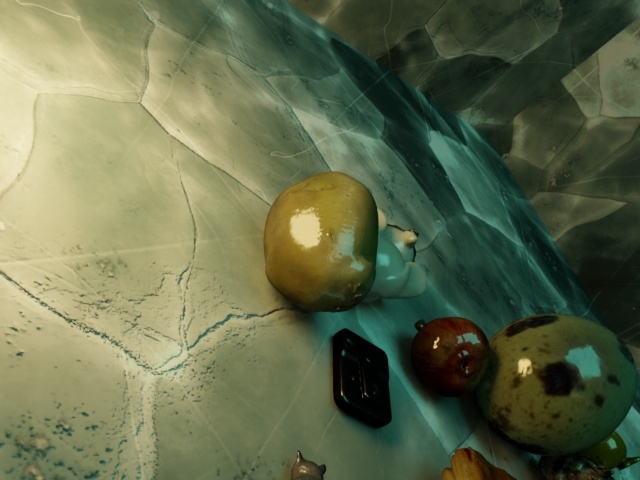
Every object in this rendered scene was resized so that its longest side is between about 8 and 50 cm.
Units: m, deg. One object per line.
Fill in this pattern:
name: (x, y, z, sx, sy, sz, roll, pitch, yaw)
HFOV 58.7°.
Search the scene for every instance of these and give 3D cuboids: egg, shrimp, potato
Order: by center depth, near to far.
potato: (0.000, 0.000, 1.189, 0.243, 0.221, 0.327, 4, 52, 7)
shrimp: (0.616, 0.600, 1.366, 0.137, 0.172, 0.372, 49, -7, 12)
egg: (0.599, 0.355, 1.447, 0.427, 0.345, 0.345, -14, 59, -13)

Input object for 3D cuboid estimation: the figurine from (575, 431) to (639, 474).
figurine: (0.815, 0.591, 1.714, 0.215, 0.215, 0.228, -9, 78, -57)

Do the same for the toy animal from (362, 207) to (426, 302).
toy animal: (0.155, 0.054, 1.408, 0.249, 0.174, 0.289, 39, 30, -16)

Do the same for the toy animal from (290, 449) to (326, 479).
toy animal: (-0.018, 0.398, 0.840, 0.121, 0.117, 0.210, 31, 36, -18)

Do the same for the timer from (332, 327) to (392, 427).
timer: (0.091, 0.282, 1.180, 0.144, 0.055, 0.187, 35, 33, -26)

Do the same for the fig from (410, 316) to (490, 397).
fig: (0.304, 0.270, 1.374, 0.205, 0.205, 0.205, 34, 33, -26)

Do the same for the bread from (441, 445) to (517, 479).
bread: (0.327, 0.559, 1.025, 0.277, 0.167, 0.324, 37, 13, -7)
